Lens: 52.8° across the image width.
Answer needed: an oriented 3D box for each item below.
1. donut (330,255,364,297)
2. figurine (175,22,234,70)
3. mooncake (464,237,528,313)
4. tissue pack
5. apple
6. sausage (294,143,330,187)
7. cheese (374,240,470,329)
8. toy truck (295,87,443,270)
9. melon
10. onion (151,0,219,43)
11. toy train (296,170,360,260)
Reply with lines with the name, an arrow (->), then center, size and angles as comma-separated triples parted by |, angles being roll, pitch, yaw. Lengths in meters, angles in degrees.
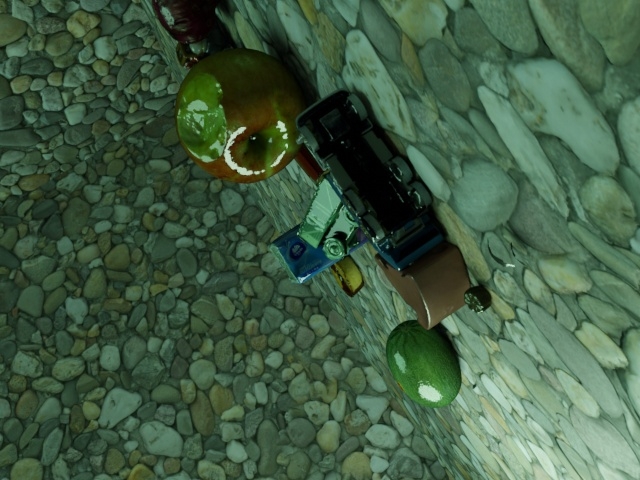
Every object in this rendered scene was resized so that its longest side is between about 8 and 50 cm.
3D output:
donut -> 0.096, 0.121, 2.354 | 0.166, 0.073, 0.184 | 49, 167, 47
figurine -> -0.329, -0.548, 2.018 | 0.382, 0.186, 0.261 | 63, 161, 2
mooncake -> 0.306, 0.068, 1.144 | 0.150, 0.057, 0.347 | 36, 167, 32
tissue pack -> 0.000, 0.000, 1.837 | 0.146, 0.263, 0.198 | 58, 171, -2
apple -> -0.203, -0.319, 1.627 | 0.340, 0.339, 0.339 | 55, 171, 13
sausage -> -0.044, -0.248, 1.832 | 0.264, 0.083, 0.083 | 53, 170, 35
cheese -> 0.229, 0.096, 1.378 | 0.177, 0.128, 0.203 | 61, 169, -18
toy truck -> 0.096, -0.118, 1.312 | 0.367, 0.146, 0.175 | 57, 175, 3
melon -> 0.287, 0.346, 1.764 | 0.288, 0.182, 0.182 | 59, 171, -17
onion -> -0.381, -0.677, 1.817 | 0.246, 0.190, 0.247 | -14, -90, -89
toy train -> 0.045, -0.062, 1.611 | 0.154, 0.115, 0.269 | 38, 138, 10
